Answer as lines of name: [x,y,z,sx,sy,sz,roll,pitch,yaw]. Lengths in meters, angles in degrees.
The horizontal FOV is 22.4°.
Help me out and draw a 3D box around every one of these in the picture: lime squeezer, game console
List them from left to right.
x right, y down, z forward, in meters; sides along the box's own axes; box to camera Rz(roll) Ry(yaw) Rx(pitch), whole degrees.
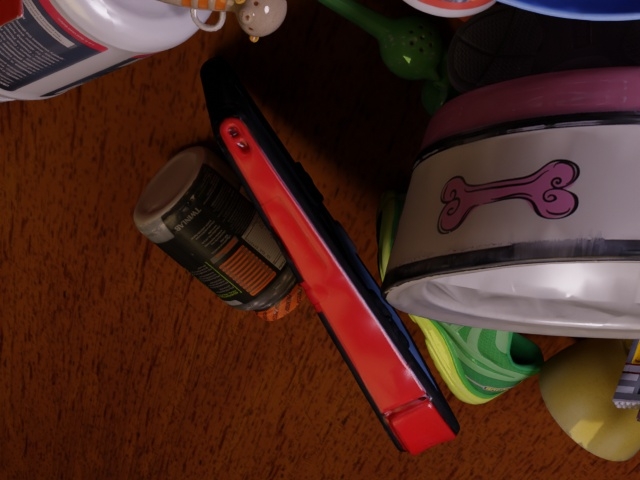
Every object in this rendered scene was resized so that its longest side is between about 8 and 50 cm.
game console: [0.000,0.000,1.444,0.342,0.060,0.386,60,-179,-14]
lime squeezer: [0.080,-0.143,1.434,0.110,0.058,0.310,-10,139,39]

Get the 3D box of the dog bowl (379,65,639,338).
dog bowl: [0.252,-0.020,1.269,0.408,0.150,0.408,2,170,0]

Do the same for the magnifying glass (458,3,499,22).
magnifying glass: [0.079,-0.223,1.350,0.231,0.026,0.092,31,151,-4]

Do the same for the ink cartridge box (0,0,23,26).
ink cartridge box: [-0.334,-0.283,1.343,0.060,0.275,0.239,4,168,-39]

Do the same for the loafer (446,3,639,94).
loafer: [0.249,-0.149,1.266,0.303,0.109,0.095,-3,161,35]

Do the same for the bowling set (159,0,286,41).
bowling set: [-0.066,-0.246,1.159,0.154,0.200,0.287,20,124,5]

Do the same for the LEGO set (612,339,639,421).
LEGO set: [0.425,0.171,1.532,0.255,0.192,0.331,7,146,31]

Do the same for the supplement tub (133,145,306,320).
supplement tub: [-0.098,-0.004,1.746,0.190,0.117,0.117,42,147,-26]

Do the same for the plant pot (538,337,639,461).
plant pot: [0.308,0.146,1.674,0.134,0.134,0.095,33,125,-11]

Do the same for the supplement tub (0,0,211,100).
supplement tub: [-0.230,-0.230,1.409,0.191,0.191,0.272,43,147,-27]

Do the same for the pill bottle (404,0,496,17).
pill bottle: [0.110,-0.259,1.177,0.108,0.108,0.193,24,151,4]

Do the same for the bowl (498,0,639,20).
bowl: [0.171,-0.315,0.965,0.391,0.077,0.391,9,132,10]

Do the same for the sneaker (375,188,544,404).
sneaker: [0.145,0.047,1.675,0.124,0.109,0.295,-19,129,20]
